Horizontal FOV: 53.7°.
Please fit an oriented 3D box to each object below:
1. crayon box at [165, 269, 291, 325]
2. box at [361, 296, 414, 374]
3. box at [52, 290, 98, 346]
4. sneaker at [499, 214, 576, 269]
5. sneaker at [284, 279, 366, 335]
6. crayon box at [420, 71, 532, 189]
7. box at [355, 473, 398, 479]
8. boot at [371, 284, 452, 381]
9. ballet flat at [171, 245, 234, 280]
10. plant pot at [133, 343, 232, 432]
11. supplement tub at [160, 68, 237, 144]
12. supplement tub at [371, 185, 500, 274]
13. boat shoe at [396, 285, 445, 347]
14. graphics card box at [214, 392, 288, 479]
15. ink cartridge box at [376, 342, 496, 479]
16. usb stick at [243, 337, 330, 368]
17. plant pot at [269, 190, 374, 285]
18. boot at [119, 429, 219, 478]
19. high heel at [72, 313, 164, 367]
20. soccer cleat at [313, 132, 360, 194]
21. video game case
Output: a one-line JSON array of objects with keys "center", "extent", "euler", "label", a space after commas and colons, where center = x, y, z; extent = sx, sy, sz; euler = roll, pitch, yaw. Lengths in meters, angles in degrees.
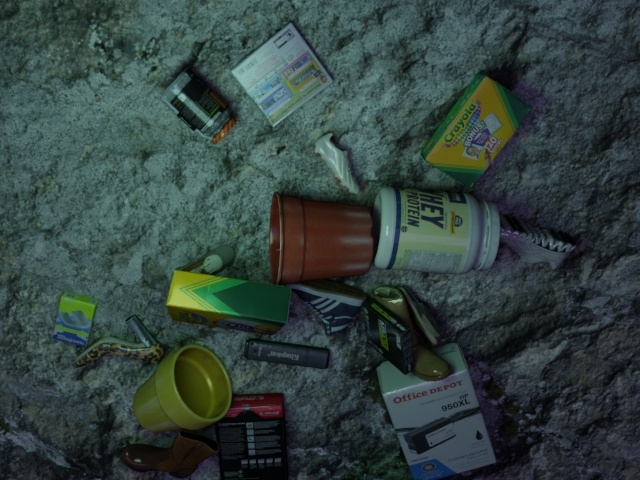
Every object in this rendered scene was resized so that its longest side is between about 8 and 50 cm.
[{"center": [-0.264, 0.186, 1.794], "extent": [0.313, 0.363, 0.106], "euler": [9, 75, -8], "label": "crayon box"}, {"center": [0.205, 0.291, 1.927], "extent": [0.045, 0.184, 0.190], "euler": [-29, 133, -21], "label": "box"}, {"center": [-0.768, 0.255, 1.977], "extent": [0.109, 0.042, 0.178], "euler": [16, 110, -8], "label": "box"}, {"center": [0.610, 0.009, 1.889], "extent": [0.292, 0.110, 0.118], "euler": [17, 120, -8], "label": "sneaker"}, {"center": [-0.010, 0.195, 1.927], "extent": [0.282, 0.099, 0.153], "euler": [17, 112, -24], "label": "sneaker"}, {"center": [0.429, -0.304, 1.760], "extent": [0.165, 0.081, 0.278], "euler": [30, 109, -13], "label": "crayon box"}, {"center": [0.291, 0.902, 2.167], "extent": [0.395, 0.097, 0.318], "euler": [13, 146, -7], "label": "box"}, {"center": [0.273, 0.285, 1.935], "extent": [0.089, 0.236, 0.269], "euler": [-34, 117, -30], "label": "boot"}, {"center": [-0.354, 0.086, 1.905], "extent": [0.213, 0.068, 0.072], "euler": [-25, 111, 8], "label": "ballet flat"}, {"center": [-0.449, 0.485, 1.985], "extent": [0.239, 0.254, 0.254], "euler": [-30, 111, 25], "label": "plant pot"}, {"center": [-0.323, -0.355, 1.697], "extent": [0.117, 0.117, 0.190], "euler": [-42, 107, 14], "label": "supplement tub"}, {"center": [0.316, -0.025, 1.790], "extent": [0.325, 0.235, 0.235], "euler": [4, 112, -4], "label": "supplement tub"}, {"center": [0.314, 0.228, 1.986], "extent": [0.073, 0.080, 0.223], "euler": [-35, 99, -18], "label": "boat shoe"}, {"center": [-0.231, 0.693, 2.147], "extent": [0.233, 0.094, 0.371], "euler": [-3, 112, -1], "label": "graphics card box"}, {"center": [0.379, 0.568, 2.074], "extent": [0.285, 0.166, 0.395], "euler": [-18, 112, 6], "label": "ink cartridge box"}, {"center": [-0.107, 0.366, 2.041], "extent": [0.278, 0.045, 0.077], "euler": [9, 113, -5], "label": "usb stick"}, {"center": [0.000, 0.000, 1.790], "extent": [0.265, 0.272, 0.272], "euler": [1, 113, -10], "label": "plant pot"}, {"center": [-0.501, 0.694, 2.077], "extent": [0.264, 0.096, 0.280], "euler": [28, 136, -13], "label": "boot"}, {"center": [-0.633, 0.376, 1.998], "extent": [0.261, 0.093, 0.186], "euler": [-34, 104, 1], "label": "high heel"}, {"center": [0.061, -0.216, 1.796], "extent": [0.076, 0.068, 0.196], "euler": [-38, 106, 10], "label": "soccer cleat"}, {"center": [-0.105, -0.446, 1.717], "extent": [0.212, 0.023, 0.193], "euler": [-35, 109, 11], "label": "video game case"}]
